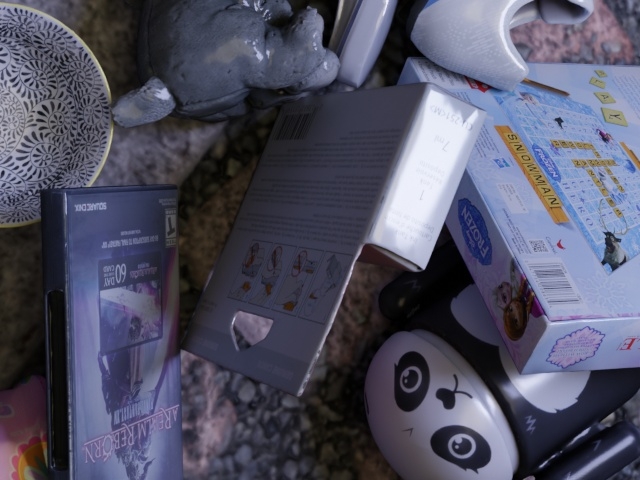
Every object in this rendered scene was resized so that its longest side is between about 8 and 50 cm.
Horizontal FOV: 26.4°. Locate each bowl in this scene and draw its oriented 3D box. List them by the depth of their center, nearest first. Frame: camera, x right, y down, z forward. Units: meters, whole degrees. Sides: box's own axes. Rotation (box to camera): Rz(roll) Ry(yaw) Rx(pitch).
[{"bbox_3d":[-0.253,-0.095,1.058,0.170,0.080,0.170,-1,93,-24],"label":"bowl"}]

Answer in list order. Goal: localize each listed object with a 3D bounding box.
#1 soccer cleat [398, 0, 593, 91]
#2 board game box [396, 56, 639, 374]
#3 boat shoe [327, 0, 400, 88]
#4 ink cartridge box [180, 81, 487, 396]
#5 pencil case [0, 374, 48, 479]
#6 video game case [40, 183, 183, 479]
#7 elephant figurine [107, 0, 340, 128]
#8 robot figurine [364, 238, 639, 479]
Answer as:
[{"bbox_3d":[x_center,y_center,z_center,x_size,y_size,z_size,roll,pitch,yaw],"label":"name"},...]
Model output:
[{"bbox_3d":[0.205,-0.276,1.210,0.143,0.116,0.331,34,79,5],"label":"soccer cleat"},{"bbox_3d":[0.257,-0.032,1.175,0.318,0.319,0.066,-1,136,-22],"label":"board game box"},{"bbox_3d":[0.038,-0.267,1.172,0.088,0.096,0.268,16,92,5],"label":"boat shoe"},{"bbox_3d":[0.000,0.000,1.065,0.060,0.275,0.239,24,84,-22],"label":"ink cartridge box"},{"bbox_3d":[-0.322,0.191,1.024,0.284,0.124,0.124,-15,98,-22],"label":"pencil case"},{"bbox_3d":[-0.158,0.095,1.065,0.026,0.196,0.274,-1,93,18],"label":"video game case"},{"bbox_3d":[-0.090,-0.223,1.100,0.169,0.186,0.239,-16,88,14],"label":"elephant figurine"},{"bbox_3d":[0.169,0.109,1.196,0.278,0.209,0.174,-32,119,-19],"label":"robot figurine"}]
